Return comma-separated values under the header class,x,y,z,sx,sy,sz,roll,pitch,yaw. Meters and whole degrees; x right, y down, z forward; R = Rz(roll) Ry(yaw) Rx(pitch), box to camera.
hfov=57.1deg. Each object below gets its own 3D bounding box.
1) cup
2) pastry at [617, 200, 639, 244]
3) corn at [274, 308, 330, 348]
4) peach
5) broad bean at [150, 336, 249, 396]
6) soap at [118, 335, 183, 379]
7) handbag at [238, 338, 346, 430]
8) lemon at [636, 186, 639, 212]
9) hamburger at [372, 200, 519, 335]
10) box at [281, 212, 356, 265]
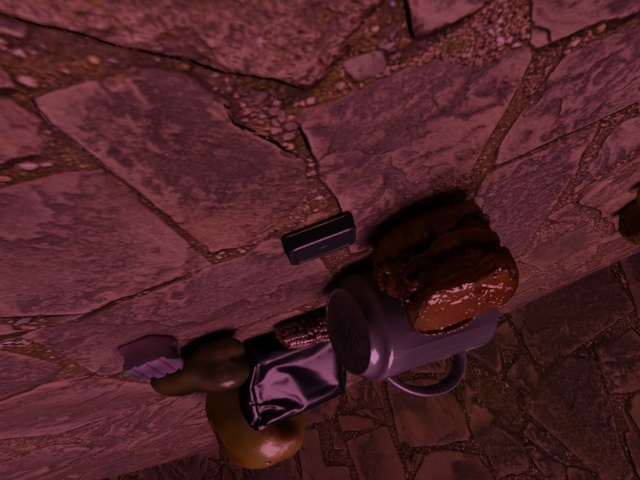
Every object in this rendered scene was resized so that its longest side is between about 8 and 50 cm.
class,x,y,z,sx,sy,sz,roll,pitch,yaw
cup,0.203,0.207,1.330,0.327,0.322,0.237,-12,-172,-27
pastry,1.053,-0.074,1.835,0.240,0.132,0.235,-22,160,-1
corn,0.024,0.218,1.496,0.281,0.092,0.092,-15,159,-20
peach,-0.197,0.544,1.821,0.282,0.314,0.315,-30,171,-32
broad bean,-0.276,0.296,1.364,0.263,0.121,0.189,-17,171,29
soap,-0.336,0.238,1.194,0.100,0.056,0.149,-19,160,-6
handbag,-0.090,0.338,1.614,0.302,0.274,0.178,-16,-156,-25
lemon,0.922,-0.120,1.599,0.109,0.109,0.133,0,133,-49
hamburger,0.217,0.053,1.098,0.245,0.211,0.260,1,147,-41
box,0.000,0.000,0.982,0.126,0.031,0.091,-20,160,-6
